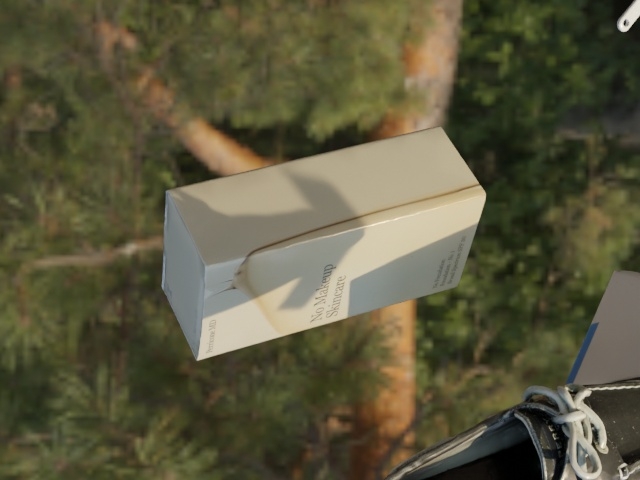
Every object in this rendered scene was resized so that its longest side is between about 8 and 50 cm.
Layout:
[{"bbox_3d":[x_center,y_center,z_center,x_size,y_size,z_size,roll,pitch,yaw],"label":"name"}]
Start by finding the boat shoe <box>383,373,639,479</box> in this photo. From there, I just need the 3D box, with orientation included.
[{"bbox_3d":[0.173,0.160,1.038,0.306,0.113,0.105,-16,143,-10],"label":"boat shoe"}]

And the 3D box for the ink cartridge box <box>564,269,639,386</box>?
[{"bbox_3d":[0.349,0.175,1.313,0.168,0.232,0.171,6,-138,28],"label":"ink cartridge box"}]

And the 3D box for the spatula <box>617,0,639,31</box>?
[{"bbox_3d":[0.374,-0.358,1.531,0.168,0.242,0.019,48,163,-29],"label":"spatula"}]

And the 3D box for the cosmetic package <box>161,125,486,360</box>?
[{"bbox_3d":[0.000,0.000,1.428,0.309,0.113,0.160,-16,144,-20],"label":"cosmetic package"}]
